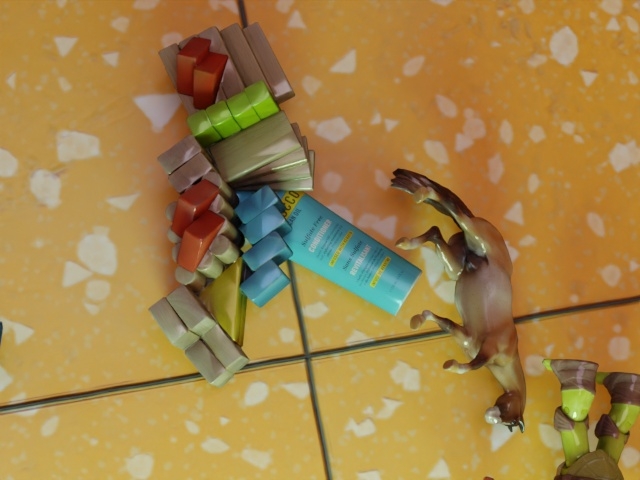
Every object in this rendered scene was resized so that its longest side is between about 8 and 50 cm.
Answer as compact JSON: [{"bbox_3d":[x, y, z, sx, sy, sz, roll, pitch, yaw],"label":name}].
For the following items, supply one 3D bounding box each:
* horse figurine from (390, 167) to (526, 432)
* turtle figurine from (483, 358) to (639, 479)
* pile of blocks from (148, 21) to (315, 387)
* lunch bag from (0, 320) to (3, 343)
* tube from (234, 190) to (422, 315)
[{"bbox_3d":[0.142,0.048,1.376,0.174,0.066,0.263,18,55,-50],"label":"horse figurine"},{"bbox_3d":[0.243,0.226,1.352,0.269,0.087,0.217,12,77,-16],"label":"turtle figurine"},{"bbox_3d":[-0.086,-0.047,1.344,0.148,0.112,0.362,-3,78,9],"label":"pile of blocks"},{"bbox_3d":[-0.334,0.101,1.303,0.065,0.098,0.067,8,82,-4],"label":"lunch bag"},{"bbox_3d":[0.000,0.000,1.403,0.207,0.052,0.080,30,74,5],"label":"tube"}]
